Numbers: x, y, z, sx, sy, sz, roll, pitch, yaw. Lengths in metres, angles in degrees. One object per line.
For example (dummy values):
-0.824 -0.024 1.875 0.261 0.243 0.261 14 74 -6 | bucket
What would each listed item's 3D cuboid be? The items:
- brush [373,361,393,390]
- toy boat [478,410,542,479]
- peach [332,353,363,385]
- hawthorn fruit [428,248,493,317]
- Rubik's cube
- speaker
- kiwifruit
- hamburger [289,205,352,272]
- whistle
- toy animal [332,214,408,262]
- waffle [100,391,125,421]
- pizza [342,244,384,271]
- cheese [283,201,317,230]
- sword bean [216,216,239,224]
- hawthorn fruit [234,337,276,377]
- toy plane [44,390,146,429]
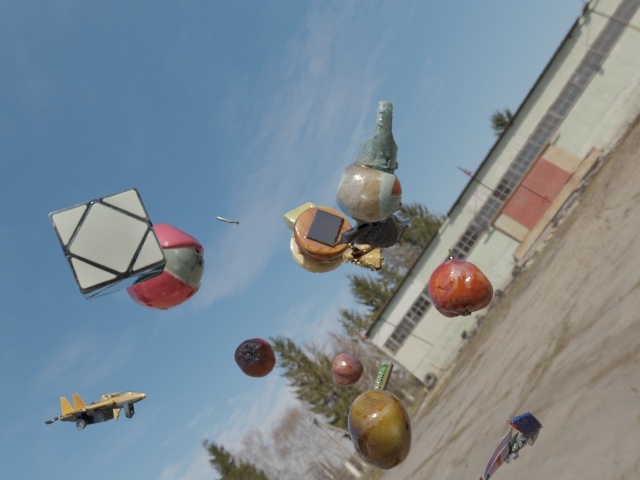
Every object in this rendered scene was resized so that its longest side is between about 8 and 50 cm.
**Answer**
0.224 0.616 1.838 0.054 0.048 0.283 38 -111 -58 | brush
0.631 0.697 1.579 0.318 0.072 0.219 -27 -57 -18 | toy boat
0.136 0.613 2.202 0.152 0.152 0.152 -45 -20 -22 | peach
0.527 0.159 1.798 0.241 0.272 0.242 -12 -24 -5 | hawthorn fruit
-0.520 0.014 1.155 0.204 0.208 0.205 -24 -4 -25 | Rubik's cube
-0.529 0.096 1.571 0.294 0.294 0.294 -45 -20 -22 | speaker
0.181 0.573 1.401 0.196 0.195 0.234 -31 -67 -48 | kiwifruit
0.000 0.000 2.075 0.291 0.291 0.225 -44 -18 -27 | hamburger
0.150 -0.187 1.215 0.189 0.189 0.348 -12 -61 -63 | whistle
0.161 -0.019 1.408 0.298 0.122 0.185 -8 -26 -35 | toy animal
-0.744 0.614 1.727 0.097 0.152 0.024 9 -78 -47 | waffle
0.195 0.075 1.835 0.188 0.199 0.062 -19 -62 -7 | pizza
-0.093 -0.122 2.384 0.167 0.123 0.094 -30 -30 -25 | cheese
-0.293 -0.062 1.466 0.012 0.083 0.012 -42 -41 -53 | sword bean
-0.266 0.490 1.940 0.169 0.169 0.188 -51 -22 -8 | hawthorn fruit
-0.688 0.540 1.487 0.204 0.315 0.103 14 -111 -73 | toy plane
